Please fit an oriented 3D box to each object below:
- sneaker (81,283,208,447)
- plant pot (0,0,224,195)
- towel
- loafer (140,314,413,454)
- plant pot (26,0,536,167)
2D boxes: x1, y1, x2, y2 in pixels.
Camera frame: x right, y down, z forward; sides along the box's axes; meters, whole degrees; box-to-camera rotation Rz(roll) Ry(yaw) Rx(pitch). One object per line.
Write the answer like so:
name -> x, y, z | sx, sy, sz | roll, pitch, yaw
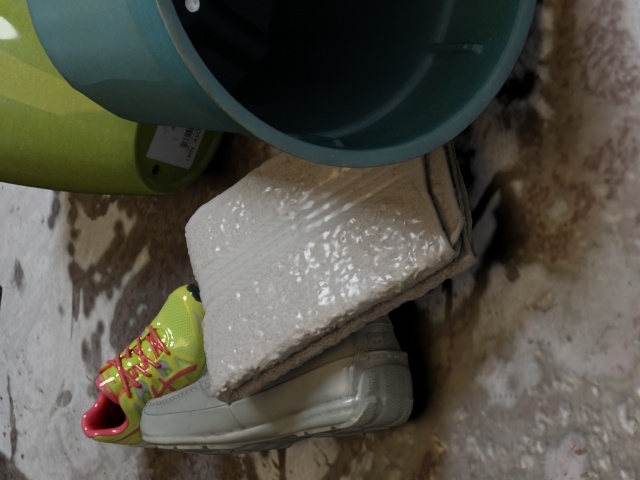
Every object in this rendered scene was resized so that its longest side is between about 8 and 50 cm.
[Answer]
sneaker -> -0.170, 0.130, 1.671 | 0.081, 0.094, 0.208 | 52, 127, 37
plant pot -> -0.241, -0.158, 1.647 | 0.293, 0.275, 0.274 | 23, 110, 30
towel -> 0.000, 0.000, 1.417 | 0.282, 0.049, 0.187 | -33, 50, 28
loafer -> -0.045, 0.128, 1.518 | 0.319, 0.112, 0.111 | -16, 74, 42
plant pot -> -0.062, -0.225, 1.367 | 0.334, 0.341, 0.341 | 2, 93, 58
